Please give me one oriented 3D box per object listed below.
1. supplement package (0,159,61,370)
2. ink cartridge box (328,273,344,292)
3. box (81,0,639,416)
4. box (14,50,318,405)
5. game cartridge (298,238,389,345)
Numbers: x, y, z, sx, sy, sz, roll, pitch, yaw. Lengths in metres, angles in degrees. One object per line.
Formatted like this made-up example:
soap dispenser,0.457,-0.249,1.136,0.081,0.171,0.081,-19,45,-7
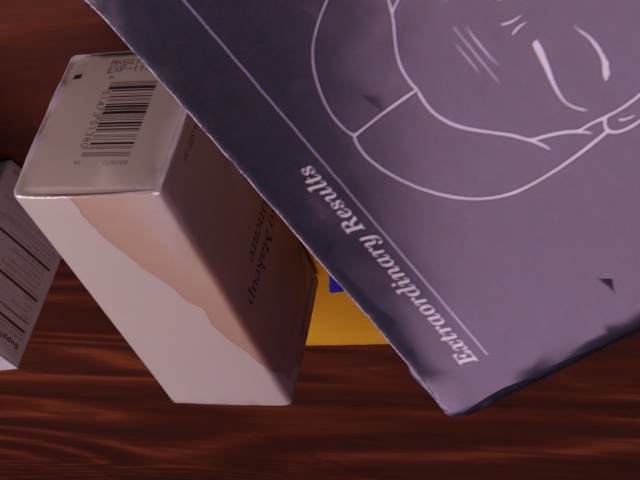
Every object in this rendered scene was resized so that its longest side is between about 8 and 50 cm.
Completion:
supplement package,-0.334,0.028,1.066,0.105,0.179,0.105,-9,140,30
ink cartridge box,0.097,-0.059,0.832,0.175,0.069,0.371,-4,142,-4
box,0.136,-0.157,0.470,0.395,0.212,0.293,-33,105,32
box,-0.109,0.002,0.898,0.121,0.148,0.311,-1,145,19
game cartridge,0.000,0.000,1.033,0.285,0.053,0.324,-3,145,23
